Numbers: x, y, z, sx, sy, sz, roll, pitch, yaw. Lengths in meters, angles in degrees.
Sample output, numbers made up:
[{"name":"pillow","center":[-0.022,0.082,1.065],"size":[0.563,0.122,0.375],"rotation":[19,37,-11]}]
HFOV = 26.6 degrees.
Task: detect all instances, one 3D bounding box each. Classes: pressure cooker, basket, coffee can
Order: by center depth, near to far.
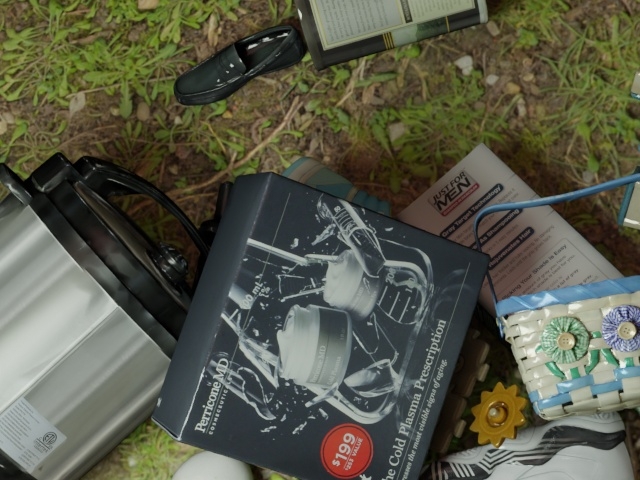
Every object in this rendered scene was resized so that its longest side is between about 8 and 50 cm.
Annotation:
[{"name":"basket","center":[0.343,0.071,1.712],"size":[0.254,0.201,0.289],"rotation":[-14,70,10]},{"name":"pressure cooker","center":[-0.341,0.106,1.868],"size":[0.420,0.370,0.375],"rotation":[-43,70,-4]},{"name":"coffee can","center":[0.099,-0.393,2.073],"size":[0.275,0.201,0.202],"rotation":[-15,66,5]}]

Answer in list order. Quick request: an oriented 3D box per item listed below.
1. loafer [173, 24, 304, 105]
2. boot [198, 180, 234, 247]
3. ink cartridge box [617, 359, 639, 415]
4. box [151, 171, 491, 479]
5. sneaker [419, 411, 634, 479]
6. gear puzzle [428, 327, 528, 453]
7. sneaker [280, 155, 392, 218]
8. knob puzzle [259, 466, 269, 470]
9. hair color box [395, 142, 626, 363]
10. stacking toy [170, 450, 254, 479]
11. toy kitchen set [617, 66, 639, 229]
[{"name":"loafer","center":[-0.134,-0.283,2.142],"size":[0.223,0.078,0.076],"rotation":[-23,65,1]},{"name":"boot","center":[-0.146,-0.040,2.026],"size":[0.045,0.121,0.099],"rotation":[8,76,12]},{"name":"ink cartridge box","center":[0.568,0.228,1.766],"size":[0.207,0.119,0.353],"rotation":[-41,65,-5]},{"name":"box","center":[-0.002,0.126,1.711],"size":[0.312,0.179,0.343],"rotation":[20,85,-16]},{"name":"sneaker","center":[0.256,0.370,1.761],"size":[0.365,0.137,0.210],"rotation":[-21,63,-1]},{"name":"gear puzzle","center":[0.160,0.199,1.820],"size":[0.339,0.044,0.176],"rotation":[11,74,52]},{"name":"sneaker","center":[-0.006,0.019,1.857],"size":[0.208,0.127,0.319],"rotation":[24,49,16]},{"name":"knob puzzle","center":[-0.082,0.228,1.900],"size":[0.213,0.030,0.213],"rotation":[-8,33,5]},{"name":"hair color box","center":[0.285,0.045,1.907],"size":[0.174,0.105,0.347],"rotation":[-40,67,-7]},{"name":"stacking toy","center":[-0.226,0.475,1.772],"size":[0.350,0.351,0.480],"rotation":[25,57,20]},{"name":"toy kitchen set","center":[0.482,-0.137,1.968],"size":[0.122,0.166,0.207],"rotation":[22,37,18]}]
